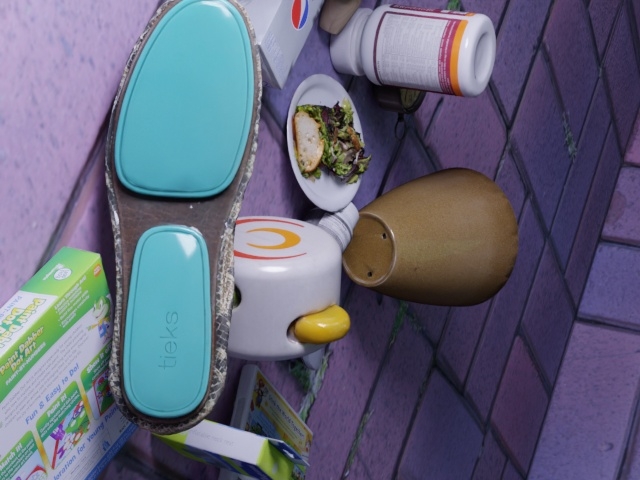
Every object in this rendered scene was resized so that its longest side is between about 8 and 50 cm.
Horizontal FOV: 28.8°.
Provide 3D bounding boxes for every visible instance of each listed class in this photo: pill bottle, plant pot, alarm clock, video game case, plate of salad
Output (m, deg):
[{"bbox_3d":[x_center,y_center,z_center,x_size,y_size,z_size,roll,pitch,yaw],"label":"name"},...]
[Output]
[{"bbox_3d":[0.134,-0.280,1.821,0.121,0.221,0.121,-36,132,-55],"label":"pill bottle"},{"bbox_3d":[0.000,0.000,1.833,0.137,0.078,0.078,-57,148,-38],"label":"pill bottle"},{"bbox_3d":[0.153,0.002,2.021,0.254,0.237,0.237,-5,106,-49],"label":"plant pot"},{"bbox_3d":[0.128,-0.252,2.007,0.129,0.064,0.192,-35,129,-56],"label":"alarm clock"},{"bbox_3d":[-0.077,0.321,1.789,0.227,0.026,0.206,57,36,-49],"label":"video game case"},{"bbox_3d":[0.018,-0.142,1.799,0.200,0.048,0.200,13,75,-55],"label":"plate of salad"}]

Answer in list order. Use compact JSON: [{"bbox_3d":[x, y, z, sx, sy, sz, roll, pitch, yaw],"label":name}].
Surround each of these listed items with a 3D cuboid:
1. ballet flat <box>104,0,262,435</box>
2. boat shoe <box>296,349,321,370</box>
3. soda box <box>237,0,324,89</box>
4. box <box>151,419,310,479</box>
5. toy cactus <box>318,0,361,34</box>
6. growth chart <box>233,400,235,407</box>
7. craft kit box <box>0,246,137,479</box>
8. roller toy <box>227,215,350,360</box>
[{"bbox_3d":[-0.160,-0.030,1.392,0.182,0.164,0.483,171,-76,-84],"label":"ballet flat"},{"bbox_3d":[-0.034,0.152,1.874,0.142,0.040,0.049,60,39,-55],"label":"boat shoe"},{"bbox_3d":[-0.049,-0.331,1.563,0.286,0.098,0.091,-66,153,-24],"label":"soda box"},{"bbox_3d":[-0.114,0.266,1.592,0.042,0.178,0.109,-69,153,-19],"label":"box"},{"bbox_3d":[0.041,-0.376,1.738,0.219,0.112,0.180,-86,-158,-63],"label":"toy cactus"},{"bbox_3d":[-0.087,0.352,1.821,0.172,0.021,0.237,18,70,-66],"label":"growth chart"},{"bbox_3d":[-0.296,0.177,1.325,0.250,0.061,0.247,-52,146,-44],"label":"craft kit box"},{"bbox_3d":[-0.068,0.064,1.580,0.191,0.209,0.146,-93,-175,-69],"label":"roller toy"}]
